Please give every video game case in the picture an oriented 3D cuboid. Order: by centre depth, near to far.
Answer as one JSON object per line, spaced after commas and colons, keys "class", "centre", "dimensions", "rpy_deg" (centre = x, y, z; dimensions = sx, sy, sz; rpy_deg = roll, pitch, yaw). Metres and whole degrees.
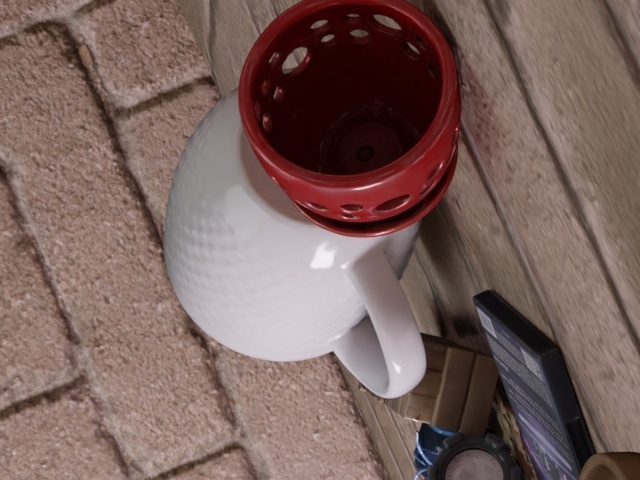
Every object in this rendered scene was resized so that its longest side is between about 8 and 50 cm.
{"class": "video game case", "centre": [0.231, 0.198, 1.613], "dimensions": [0.196, 0.026, 0.274], "rpy_deg": [-132, 19, -70]}

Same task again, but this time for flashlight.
{"class": "flashlight", "centre": [0.184, 0.296, 1.832], "dimensions": [0.103, 0.103, 0.304], "rpy_deg": [57, 176, 24]}

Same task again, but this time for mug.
{"class": "mug", "centre": [0.000, 0.000, 1.747], "dimensions": [0.374, 0.276, 0.328], "rpy_deg": [60, 164, 12]}

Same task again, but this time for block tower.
{"class": "block tower", "centre": [0.122, 0.157, 1.917], "dimensions": [0.335, 0.091, 0.097], "rpy_deg": [178, 106, -81]}

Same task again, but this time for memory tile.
{"class": "memory tile", "centre": [0.227, 0.238, 1.834], "dimensions": [0.113, 0.012, 0.148], "rpy_deg": [-123, 11, -57]}

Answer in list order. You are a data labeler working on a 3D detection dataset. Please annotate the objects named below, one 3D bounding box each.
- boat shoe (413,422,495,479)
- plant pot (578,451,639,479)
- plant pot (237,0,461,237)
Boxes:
{"class": "boat shoe", "centre": [0.166, 0.265, 2.012], "dimensions": [0.258, 0.109, 0.089], "rpy_deg": [38, -112, -81]}
{"class": "plant pot", "centre": [0.254, 0.265, 1.145], "dimensions": [0.237, 0.110, 0.237], "rpy_deg": [178, 90, -86]}
{"class": "plant pot", "centre": [0.037, -0.102, 1.457], "dimensions": [0.191, 0.191, 0.174], "rpy_deg": [64, -179, 24]}
